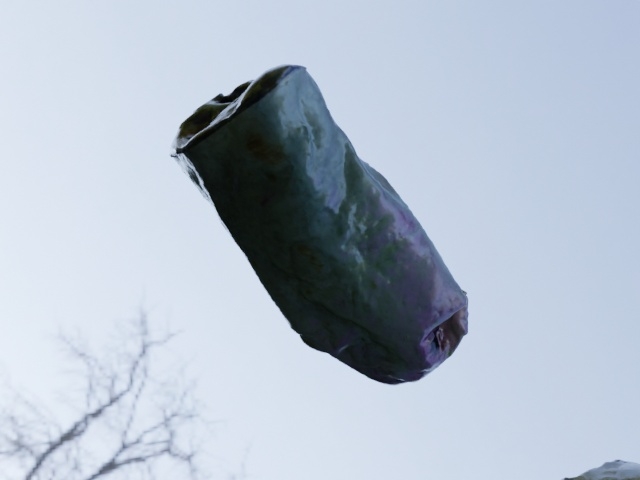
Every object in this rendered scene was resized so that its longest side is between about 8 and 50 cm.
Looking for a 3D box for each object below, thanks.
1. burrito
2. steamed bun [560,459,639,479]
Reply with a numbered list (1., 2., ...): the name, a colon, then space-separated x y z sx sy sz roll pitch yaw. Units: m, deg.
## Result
1. burrito: 0.000 0.000 0.771 0.229 0.089 0.144 53 -34 -13
2. steamed bun: 0.213 0.228 0.614 0.170 0.225 0.200 -53 -161 -21
